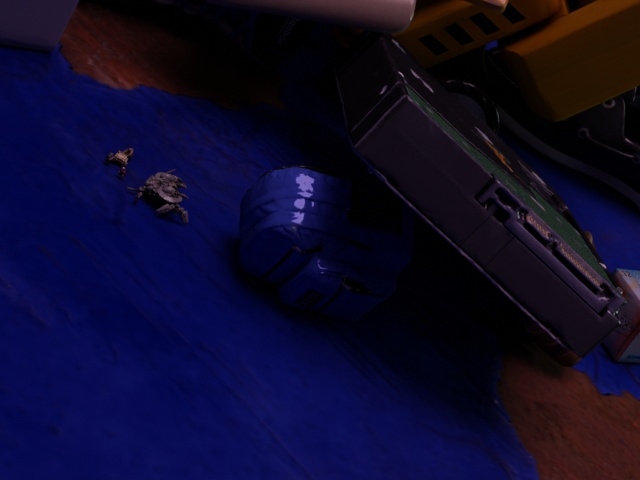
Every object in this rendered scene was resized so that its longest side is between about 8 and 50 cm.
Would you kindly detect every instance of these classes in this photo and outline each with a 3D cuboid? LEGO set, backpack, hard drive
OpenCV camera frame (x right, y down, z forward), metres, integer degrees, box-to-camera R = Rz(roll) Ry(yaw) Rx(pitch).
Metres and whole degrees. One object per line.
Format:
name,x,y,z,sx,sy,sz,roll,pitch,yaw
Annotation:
LEGO set,-0.128,-0.047,1.265,0.083,0.023,0.054,33,31,4
backpack,0.000,0.000,1.238,0.120,0.098,0.101,19,53,-22
hard drive,0.117,-0.052,1.311,0.237,0.064,0.339,42,10,-13

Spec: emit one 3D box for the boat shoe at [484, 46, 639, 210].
boat shoe,0.307,-0.114,1.652,0.340,0.113,0.127,37,32,10

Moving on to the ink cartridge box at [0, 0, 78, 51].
ink cartridge box,-0.273,-0.320,1.362,0.114,0.197,0.273,5,40,-39

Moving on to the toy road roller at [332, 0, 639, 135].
toy road roller,0.167,-0.243,1.506,0.202,0.329,0.241,-91,156,-54

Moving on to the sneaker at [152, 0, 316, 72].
sneaker,-0.094,-0.248,1.484,0.315,0.127,0.182,-4,43,-46

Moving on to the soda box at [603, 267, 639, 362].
soda box,0.322,0.071,1.454,0.183,0.058,0.063,7,38,-36

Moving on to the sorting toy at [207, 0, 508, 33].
sorting toy,0.003,-0.277,1.377,0.347,0.047,0.196,10,64,1

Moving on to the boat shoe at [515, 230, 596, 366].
boat shoe,0.206,0.048,1.395,0.060,0.064,0.178,60,24,-16
